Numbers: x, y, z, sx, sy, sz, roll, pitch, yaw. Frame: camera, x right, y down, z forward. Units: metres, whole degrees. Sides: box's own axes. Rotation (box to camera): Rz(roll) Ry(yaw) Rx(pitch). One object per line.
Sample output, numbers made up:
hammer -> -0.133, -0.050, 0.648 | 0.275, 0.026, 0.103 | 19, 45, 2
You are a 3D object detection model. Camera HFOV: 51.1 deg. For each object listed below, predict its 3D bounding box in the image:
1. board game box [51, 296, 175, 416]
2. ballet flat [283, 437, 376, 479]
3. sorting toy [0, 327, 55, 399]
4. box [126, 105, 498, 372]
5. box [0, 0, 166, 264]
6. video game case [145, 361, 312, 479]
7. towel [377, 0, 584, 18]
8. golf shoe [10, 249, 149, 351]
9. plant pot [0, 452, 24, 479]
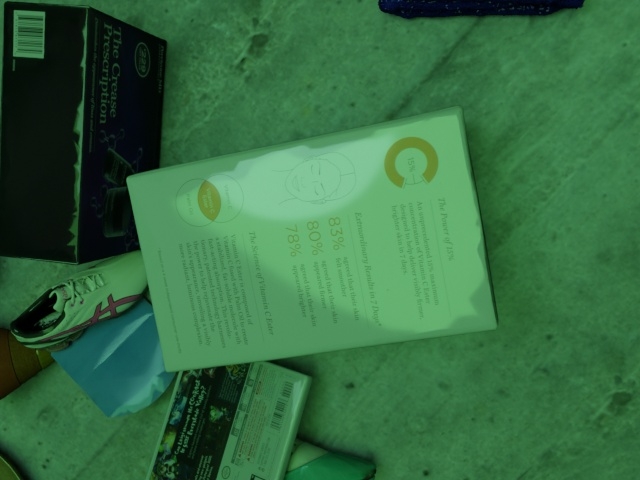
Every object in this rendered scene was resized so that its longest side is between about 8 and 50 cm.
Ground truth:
board game box -> -0.256, 0.139, 0.862 | 0.169, 0.033, 0.133 | 42, 82, 12
ballet flat -> -0.057, 0.291, 0.821 | 0.247, 0.083, 0.087 | -23, 77, 11
sorting toy -> -0.420, 0.031, 0.870 | 0.126, 0.127, 0.365 | -13, 91, -17
box -> 0.000, 0.000, 0.731 | 0.346, 0.168, 0.214 | -9, 94, 13
box -> -0.264, -0.116, 0.763 | 0.103, 0.184, 0.261 | 6, 97, 8
video game case -> -0.113, 0.230, 0.808 | 0.173, 0.022, 0.190 | 14, 83, 25
towel -> 0.172, -0.397, 0.700 | 0.228, 0.076, 0.308 | 2, 96, 12
golf shoe -> -0.287, 0.072, 0.821 | 0.186, 0.086, 0.067 | -37, 75, -7
plant pot -> -0.501, 0.382, 0.943 | 0.237, 0.032, 0.236 | 1, 96, 11
